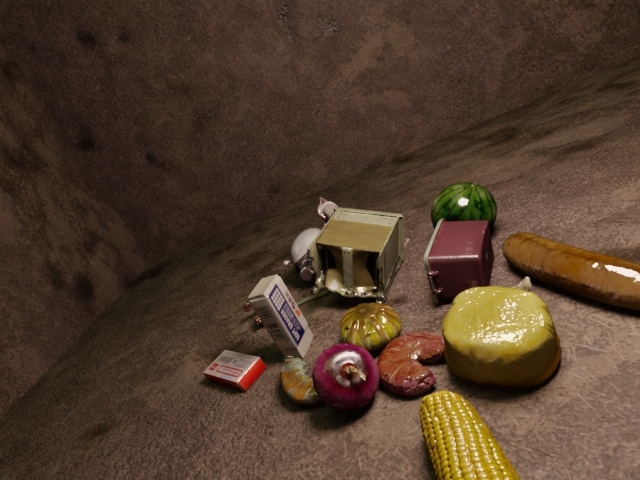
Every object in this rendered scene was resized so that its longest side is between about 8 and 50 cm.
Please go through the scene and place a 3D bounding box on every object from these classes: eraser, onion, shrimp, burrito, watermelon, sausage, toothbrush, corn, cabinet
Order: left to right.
[{"bbox_3d":[-0.130,0.263,1.420,0.081,0.278,0.124,-18,22,26],"label":"eraser"},{"bbox_3d":[-0.017,0.228,1.742,0.295,0.026,0.028,-24,2,4],"label":"toothbrush"},{"bbox_3d":[-0.008,0.402,1.237,0.288,0.068,0.185,-17,24,20],"label":"shrimp"},{"bbox_3d":[0.066,0.358,1.109,0.178,0.153,0.177,-14,41,13],"label":"onion"},{"bbox_3d":[0.140,0.058,1.579,0.290,0.227,0.318,8,35,21],"label":"cabinet"},{"bbox_3d":[0.539,-0.104,1.584,0.243,0.242,0.242,-23,20,9],"label":"watermelon"},{"bbox_3d":[0.276,0.418,0.745,0.144,0.143,0.387,-23,21,7],"label":"corn"},{"bbox_3d":[0.504,0.179,1.192,0.230,0.058,0.063,-33,25,-12],"label":"burrito"},{"bbox_3d":[0.683,0.075,1.139,0.137,0.123,0.501,-1,13,-18],"label":"sausage"}]

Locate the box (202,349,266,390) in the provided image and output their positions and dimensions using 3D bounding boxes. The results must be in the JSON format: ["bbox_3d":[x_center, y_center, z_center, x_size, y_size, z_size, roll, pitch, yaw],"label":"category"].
[{"bbox_3d":[-0.304,0.457,1.485,0.230,0.049,0.123,-5,30,43],"label":"box"}]

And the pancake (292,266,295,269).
[{"bbox_3d":[0.001,0.056,2.096,0.266,0.057,0.244,-14,24,24],"label":"pancake"}]

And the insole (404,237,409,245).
[{"bbox_3d":[0.320,0.041,1.830,0.197,0.004,0.065,-38,23,-30],"label":"insole"}]

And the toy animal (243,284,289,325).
[{"bbox_3d":[-0.212,0.265,1.818,0.158,0.097,0.312,2,29,30],"label":"toy animal"}]

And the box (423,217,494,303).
[{"bbox_3d":[0.459,0.056,1.364,0.168,0.193,0.294,-7,27,31],"label":"box"}]

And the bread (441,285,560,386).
[{"bbox_3d":[0.428,0.230,1.017,0.270,0.147,0.269,-19,29,11],"label":"bread"}]

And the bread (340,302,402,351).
[{"bbox_3d":[0.154,0.262,1.320,0.214,0.104,0.213,-16,14,4],"label":"bread"}]

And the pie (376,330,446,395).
[{"bbox_3d":[0.250,0.325,1.134,0.205,0.053,0.218,-10,25,37],"label":"pie"}]

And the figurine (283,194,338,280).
[{"bbox_3d":[0.005,0.002,1.884,0.211,0.253,0.360,28,94,30],"label":"figurine"}]
